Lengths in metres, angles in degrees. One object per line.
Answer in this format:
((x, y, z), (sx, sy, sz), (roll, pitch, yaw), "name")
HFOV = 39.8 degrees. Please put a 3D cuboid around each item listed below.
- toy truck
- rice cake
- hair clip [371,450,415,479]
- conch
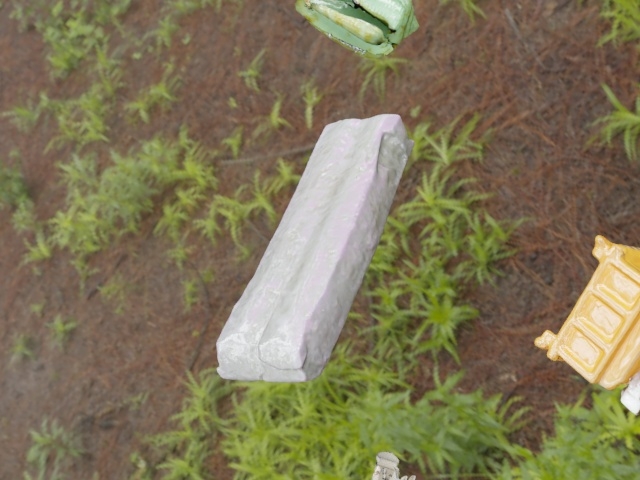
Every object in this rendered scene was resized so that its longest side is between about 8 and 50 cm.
((0.305, 0.078, 0.697), (0.135, 0.270, 0.114), (47, 119, 45), "toy truck")
((0.002, -0.001, 0.820), (0.106, 0.050, 0.298), (-6, 47, 39), "rice cake")
((0.085, 0.308, 1.096), (0.226, 0.034, 0.072), (103, -174, -82), "hair clip")
((0.042, -0.287, 1.137), (0.170, 0.079, 0.106), (16, 64, 10), "conch")
